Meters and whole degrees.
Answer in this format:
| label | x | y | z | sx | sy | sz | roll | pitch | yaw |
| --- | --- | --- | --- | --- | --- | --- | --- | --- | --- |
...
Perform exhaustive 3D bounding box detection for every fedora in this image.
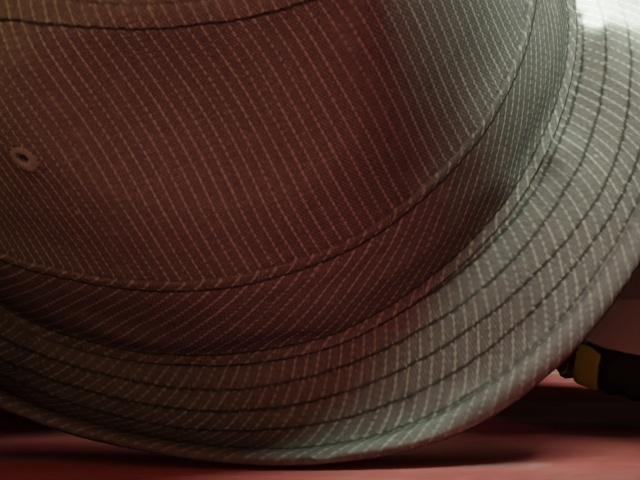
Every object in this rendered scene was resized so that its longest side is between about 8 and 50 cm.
| label | x | y | z | sx | sy | sz | roll | pitch | yaw |
| --- | --- | --- | --- | --- | --- | --- | --- | --- | --- |
| fedora | -0.040 | -0.075 | 0.522 | 0.275 | 0.243 | 0.124 | 26 | -20 | 29 |

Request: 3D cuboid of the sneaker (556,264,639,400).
| label | x | y | z | sx | sy | sz | roll | pitch | yaw |
| --- | --- | --- | --- | --- | --- | --- | --- | --- | --- |
| sneaker | 0.072 | -0.068 | 0.703 | 0.145 | 0.147 | 0.385 | 4 | 17 | -34 |
